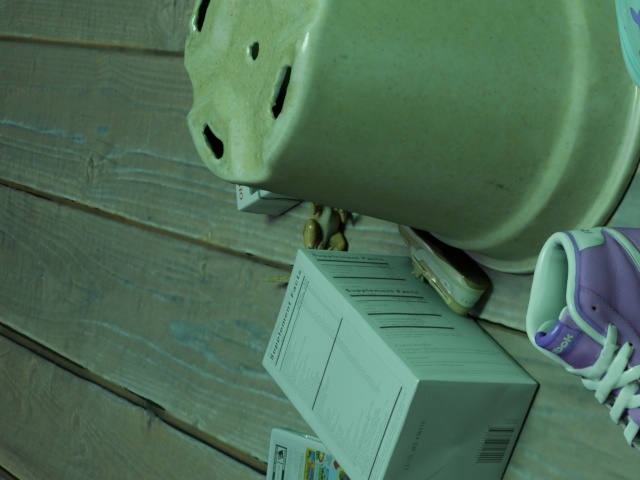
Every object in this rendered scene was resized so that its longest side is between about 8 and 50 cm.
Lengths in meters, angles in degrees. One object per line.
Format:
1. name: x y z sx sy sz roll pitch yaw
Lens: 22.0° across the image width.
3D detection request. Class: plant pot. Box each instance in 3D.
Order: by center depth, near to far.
1. plant pot: 0.063 -0.147 1.416 0.334 0.305 0.334 -13 74 57

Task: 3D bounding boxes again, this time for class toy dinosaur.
1. toy dinosaur: 0.000 0.000 1.761 0.112 0.064 0.211 -105 29 -51

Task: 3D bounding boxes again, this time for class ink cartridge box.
1. ink cartridge box: -0.042 -0.095 1.826 0.135 0.056 0.099 -30 61 54

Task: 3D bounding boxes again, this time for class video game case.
1. video game case: -0.004 0.325 1.735 0.206 0.026 0.227 7 91 59

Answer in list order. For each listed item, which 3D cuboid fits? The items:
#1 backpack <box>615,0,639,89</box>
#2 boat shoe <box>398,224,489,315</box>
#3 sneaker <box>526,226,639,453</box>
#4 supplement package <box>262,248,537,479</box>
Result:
1. backpack: 0.304 -0.196 1.107 0.191 0.225 0.254 140 126 -78
2. boat shoe: 0.108 0.022 1.564 0.135 0.050 0.045 51 123 49
3. sneaker: 0.234 0.118 1.234 0.102 0.161 0.282 -47 48 44
4. supplement package: 0.067 0.123 1.536 0.244 0.133 0.139 48 126 50
